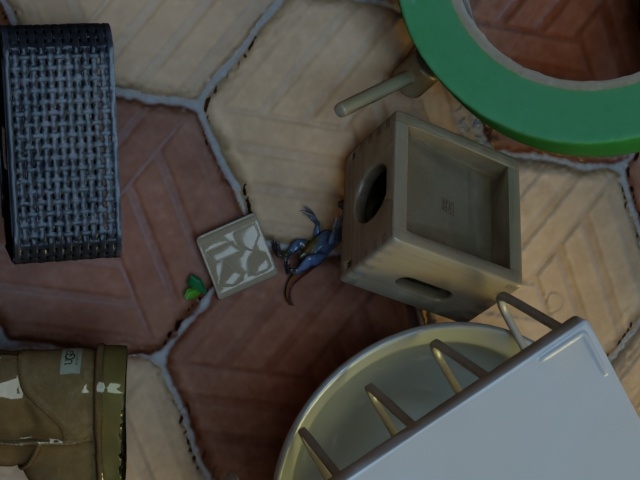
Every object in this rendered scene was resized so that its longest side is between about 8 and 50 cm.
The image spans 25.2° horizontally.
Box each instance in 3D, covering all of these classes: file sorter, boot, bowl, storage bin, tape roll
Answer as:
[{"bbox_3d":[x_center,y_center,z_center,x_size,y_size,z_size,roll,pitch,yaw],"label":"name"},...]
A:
[{"bbox_3d":[0.093,0.194,1.075,0.277,0.173,0.193,-33,106,-8],"label":"file sorter"},{"bbox_3d":[-0.292,0.166,1.148,0.269,0.089,0.236,3,117,-5],"label":"boot"},{"bbox_3d":[0.088,0.202,1.235,0.297,0.134,0.298,-3,100,-15],"label":"bowl"},{"bbox_3d":[-0.207,-0.078,1.115,0.084,0.122,0.180,-3,99,-16],"label":"storage bin"},{"bbox_3d":[0.221,-0.230,1.150,0.321,0.077,0.321,-1,85,14],"label":"tape roll"}]

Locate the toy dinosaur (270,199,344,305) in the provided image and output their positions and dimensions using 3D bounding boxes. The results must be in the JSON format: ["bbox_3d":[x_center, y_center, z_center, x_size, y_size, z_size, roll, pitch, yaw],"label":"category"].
[{"bbox_3d":[0.000,0.000,1.241,0.082,0.047,0.090,-19,136,-21],"label":"toy dinosaur"}]

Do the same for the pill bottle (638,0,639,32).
[{"bbox_3d":[0.339,-0.233,1.247,0.122,0.123,0.219,-6,99,-15],"label":"pill bottle"}]

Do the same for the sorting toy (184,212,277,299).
[{"bbox_3d":[-0.084,0.018,1.222,0.083,0.012,0.062,-24,108,-15],"label":"sorting toy"}]

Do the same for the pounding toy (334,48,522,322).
[{"bbox_3d":[0.069,-0.057,1.206,0.181,0.094,0.206,20,54,-24],"label":"pounding toy"}]
